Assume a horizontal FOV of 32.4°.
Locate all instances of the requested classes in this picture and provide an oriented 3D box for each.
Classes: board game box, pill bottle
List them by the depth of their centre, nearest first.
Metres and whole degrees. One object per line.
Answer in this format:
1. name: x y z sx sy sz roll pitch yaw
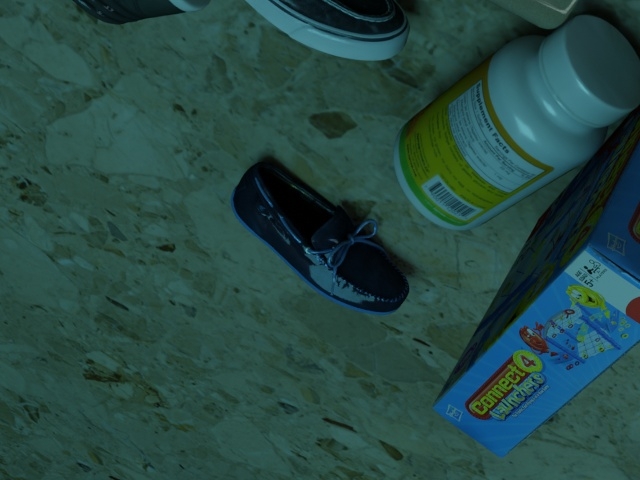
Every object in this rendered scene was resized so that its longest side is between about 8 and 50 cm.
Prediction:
1. board game box: 0.259 0.012 1.035 0.086 0.308 0.302 34 141 3
2. pill bottle: 0.193 -0.116 1.085 0.136 0.136 0.246 43 141 -10

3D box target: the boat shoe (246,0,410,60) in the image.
1. boat shoe: -0.033 -0.294 1.097 0.301 0.108 0.102 38 144 8

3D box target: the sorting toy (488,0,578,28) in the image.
1. sorting toy: 0.172 -0.299 0.919 0.193 0.038 0.208 23 124 -17

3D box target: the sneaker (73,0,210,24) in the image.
1. sneaker: -0.257 -0.350 1.190 0.147 0.104 0.295 -14 125 38

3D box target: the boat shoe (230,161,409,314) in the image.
1. boat shoe: 0.000 0.000 1.374 0.258 0.109 0.089 31 138 2
